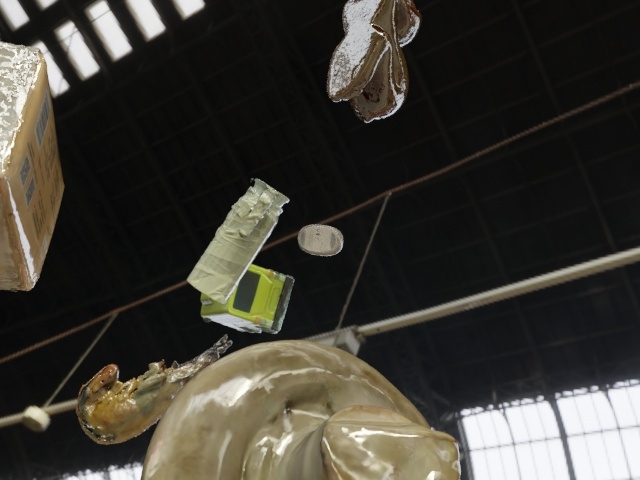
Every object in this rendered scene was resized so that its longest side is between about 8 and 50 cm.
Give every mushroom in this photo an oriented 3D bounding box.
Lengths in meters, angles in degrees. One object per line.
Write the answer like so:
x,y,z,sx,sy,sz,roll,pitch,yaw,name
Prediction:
0.000,0.151,0.421,0.204,0.204,0.204,10,-52,13,mushroom

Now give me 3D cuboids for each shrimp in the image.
-0.259,0.213,1.101,0.117,0.262,0.066,55,-21,-14,shrimp

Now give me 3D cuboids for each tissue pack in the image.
-0.481,-0.099,0.936,0.239,0.238,0.305,26,-33,0,tissue pack

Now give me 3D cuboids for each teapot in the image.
-0.129,-0.002,1.109,0.077,0.107,0.200,33,-93,-3,teapot

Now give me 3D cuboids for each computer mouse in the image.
0.001,0.000,1.487,0.096,0.065,0.039,5,-10,5,computer mouse

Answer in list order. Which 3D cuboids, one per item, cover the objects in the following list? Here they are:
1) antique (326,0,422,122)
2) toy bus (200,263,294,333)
0.110,-0.340,1.264,0.143,0.256,0.121,24,-18,-40,antique
-0.171,0.128,1.553,0.150,0.128,0.262,21,-15,-20,toy bus
